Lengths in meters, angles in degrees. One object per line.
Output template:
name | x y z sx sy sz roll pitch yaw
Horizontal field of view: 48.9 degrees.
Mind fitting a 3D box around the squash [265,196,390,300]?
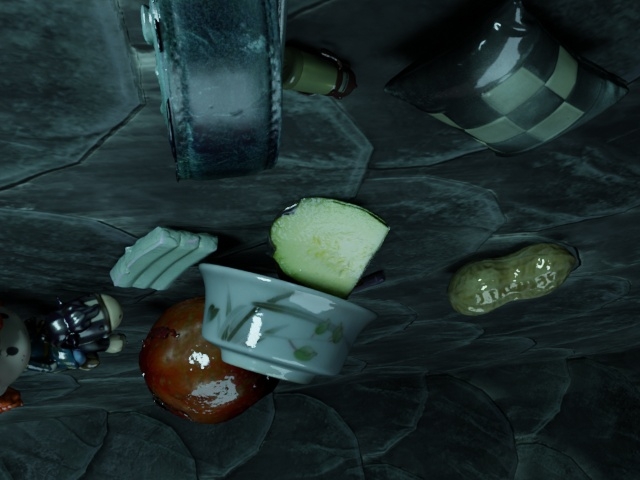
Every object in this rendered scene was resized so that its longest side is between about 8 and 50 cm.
squash | 0.004 -0.011 1.222 0.184 0.085 0.191 25 119 -10

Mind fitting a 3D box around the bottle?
bottle | -0.004 -0.187 0.798 0.101 0.047 0.063 3 177 -39

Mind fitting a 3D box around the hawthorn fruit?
hawthorn fruit | -0.232 0.262 1.555 0.316 0.315 0.316 -7 159 -3

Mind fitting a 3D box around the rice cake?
rice cake | -0.286 0.034 1.263 0.127 0.043 0.237 7 154 -37

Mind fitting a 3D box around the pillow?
pillow | 0.216 -0.179 0.813 0.250 0.105 0.186 18 147 -42

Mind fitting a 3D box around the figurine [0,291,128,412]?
figurine | -0.580 0.205 1.388 0.412 0.241 0.306 -7 171 -33

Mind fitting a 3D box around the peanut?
peanut | 0.416 0.083 1.564 0.299 0.120 0.136 -21 161 24

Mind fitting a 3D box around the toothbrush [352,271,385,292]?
toothbrush | 0.009 0.135 1.676 0.354 0.024 0.029 -24 146 37

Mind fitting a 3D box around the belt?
belt | -0.087 -0.168 0.583 0.116 0.206 0.267 -8 153 -11

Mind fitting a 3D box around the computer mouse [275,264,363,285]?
computer mouse | 0.002 0.063 1.420 0.158 0.071 0.310 -8 160 4

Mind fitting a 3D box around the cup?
cup | -0.079 0.167 1.305 0.347 0.163 0.347 15 171 3
